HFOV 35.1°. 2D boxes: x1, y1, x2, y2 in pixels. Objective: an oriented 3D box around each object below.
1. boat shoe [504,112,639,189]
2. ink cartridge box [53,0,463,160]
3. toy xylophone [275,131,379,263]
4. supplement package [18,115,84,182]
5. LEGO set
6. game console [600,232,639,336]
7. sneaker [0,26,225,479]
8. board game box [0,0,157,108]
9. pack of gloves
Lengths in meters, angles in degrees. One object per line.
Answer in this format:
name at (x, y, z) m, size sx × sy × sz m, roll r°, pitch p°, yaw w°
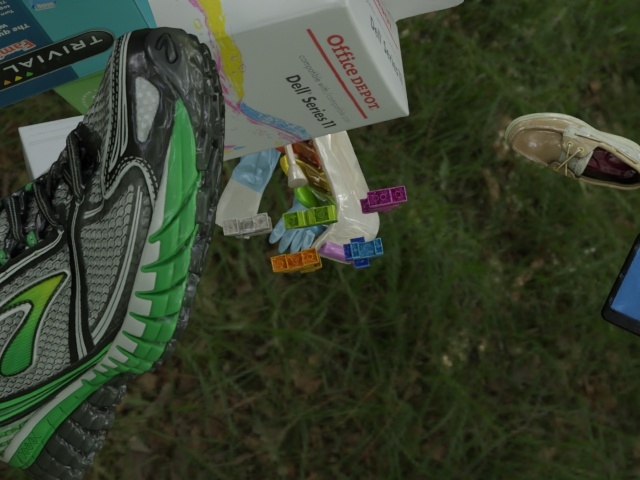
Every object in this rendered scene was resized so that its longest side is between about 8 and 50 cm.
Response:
boat shoe at (0.234, -0.079, 0.917) m, size 0.136 × 0.050 × 0.045 m, roll 11°, pitch 36°, yaw -7°
ink cartridge box at (-0.046, -0.186, 0.954) m, size 0.207 × 0.354 × 0.119 m, roll 45°, pitch 36°, yaw -61°
toy xylophone at (-0.017, -0.126, 1.612) m, size 0.236 × 0.081 × 0.322 m, roll 28°, pitch 38°, yaw -47°
supplement package at (-0.360, -0.090, 1.447) m, size 0.105 × 0.179 × 0.105 m, roll -13°, pitch 125°, yaw -17°
LEGO set at (0.000, 0.000, 1.275) m, size 0.093 × 0.227 × 0.086 m, roll 65°, pitch 15°, yaw -82°
game console at (0.471, 0.077, 1.392) m, size 0.085 × 0.124 × 0.144 m, roll 18°, pitch 105°, yaw -13°
sneaker at (-0.155, 0.021, 0.562) m, size 0.146 × 0.343 × 0.134 m, roll 22°, pitch 38°, yaw -19°
board game box at (-0.275, -0.193, 0.667) m, size 0.336 × 0.254 × 0.079 m, roll 70°, pitch 0°, yaw -72°
pack of gloves at (-0.071, -0.099, 1.849) m, size 0.195 × 0.232 × 0.046 m, roll 27°, pitch 18°, yaw 11°
